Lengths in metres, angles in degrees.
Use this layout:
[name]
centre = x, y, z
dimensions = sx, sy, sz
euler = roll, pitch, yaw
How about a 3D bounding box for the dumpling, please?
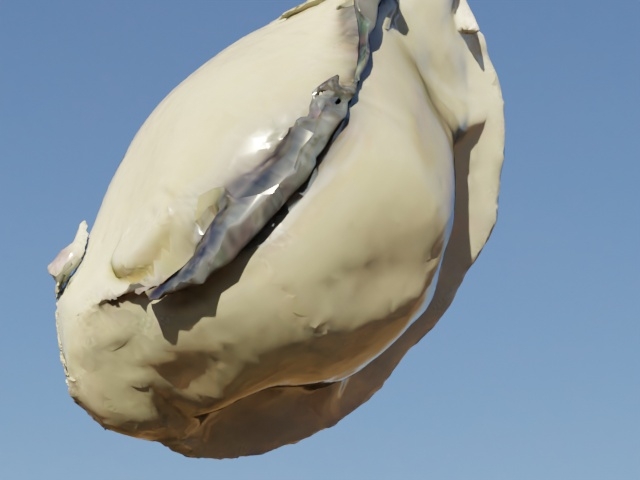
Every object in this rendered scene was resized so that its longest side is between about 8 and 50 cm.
[dumpling]
centre = 0.002, -0.004, 0.808
dimensions = 0.204, 0.293, 0.163
euler = 47, -13, -12
